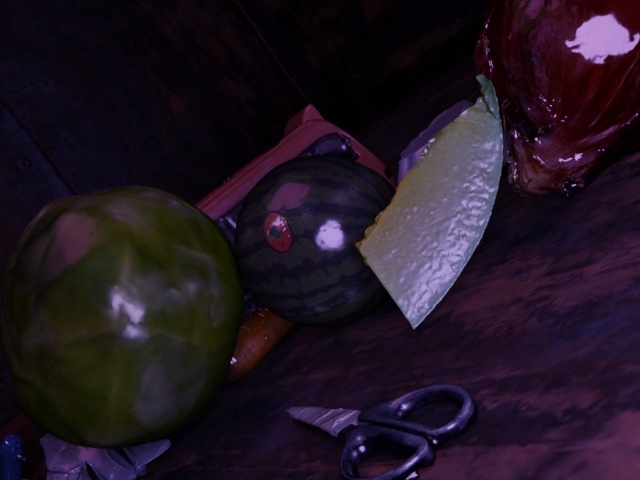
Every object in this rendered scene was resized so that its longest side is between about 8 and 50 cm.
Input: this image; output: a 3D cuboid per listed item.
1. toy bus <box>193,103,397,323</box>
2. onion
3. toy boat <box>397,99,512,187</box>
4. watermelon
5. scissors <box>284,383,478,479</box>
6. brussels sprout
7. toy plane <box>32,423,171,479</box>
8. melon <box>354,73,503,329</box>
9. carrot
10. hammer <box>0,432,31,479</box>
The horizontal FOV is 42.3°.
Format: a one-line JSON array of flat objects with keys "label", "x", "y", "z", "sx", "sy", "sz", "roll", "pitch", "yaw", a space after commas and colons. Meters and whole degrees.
[{"label": "toy bus", "x": -0.092, "y": -0.010, "z": 1.319, "sx": 0.427, "sy": 0.233, "sz": 0.203, "roll": -41, "pitch": 9, "yaw": -21}, {"label": "onion", "x": 0.283, "y": -0.194, "z": 0.880, "sx": 0.221, "sy": 0.280, "sz": 0.281, "roll": 14, "pitch": 32, "yaw": 19}, {"label": "toy boat", "x": 0.196, "y": -0.126, "z": 1.226, "sx": 0.199, "sy": 0.100, "sz": 0.290, "roll": -28, "pitch": 14, "yaw": 44}, {"label": "watermelon", "x": 0.000, "y": 0.000, "z": 0.980, "sx": 0.212, "sy": 0.212, "sz": 0.212, "roll": -36, "pitch": 9, "yaw": 6}, {"label": "scissors", "x": 0.024, "y": 0.153, "z": 0.685, "sx": 0.109, "sy": 0.022, "sz": 0.300, "roll": -37, "pitch": 7, "yaw": -22}, {"label": "brussels sprout", "x": -0.247, "y": 0.075, "z": 1.011, "sx": 0.282, "sy": 0.289, "sz": 0.355, "roll": -4, "pitch": 19, "yaw": -39}, {"label": "toy plane", "x": -0.320, "y": 0.276, "z": 1.089, "sx": 0.267, "sy": 0.088, "sz": 0.212, "roll": 5, "pitch": 38, "yaw": 49}, {"label": "melon", "x": 0.119, "y": -0.043, "z": 0.833, "sx": 0.261, "sy": 0.114, "sz": 0.053, "roll": -65, "pitch": -13, "yaw": -2}, {"label": "carrot", "x": -0.057, "y": 0.109, "z": 1.150, "sx": 0.248, "sy": 0.059, "sz": 0.059, "roll": -40, "pitch": 8, "yaw": -34}, {"label": "hammer", "x": -0.414, "y": 0.330, "z": 1.100, "sx": 0.116, "sy": 0.070, "sz": 0.193, "roll": -48, "pitch": -23, "yaw": -54}]
